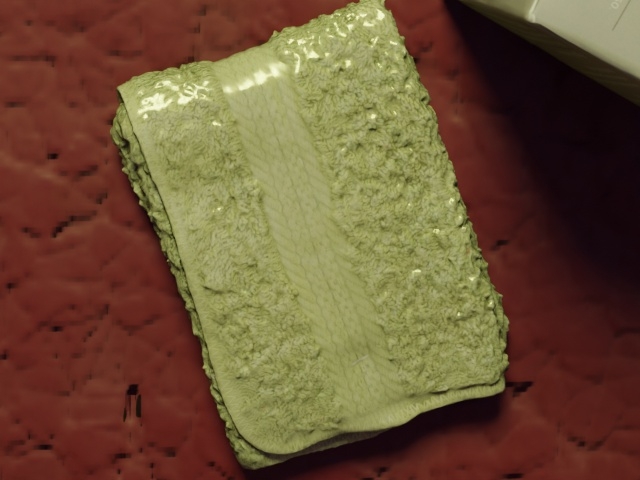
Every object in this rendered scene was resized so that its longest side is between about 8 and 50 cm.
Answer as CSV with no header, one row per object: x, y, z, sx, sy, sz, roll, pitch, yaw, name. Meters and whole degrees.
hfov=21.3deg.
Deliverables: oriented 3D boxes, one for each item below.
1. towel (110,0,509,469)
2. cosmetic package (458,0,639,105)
0.000,0.000,0.580,0.110,0.027,0.148,-20,104,-4,towel
0.169,-0.062,0.541,0.238,0.127,0.107,24,97,-14,cosmetic package
